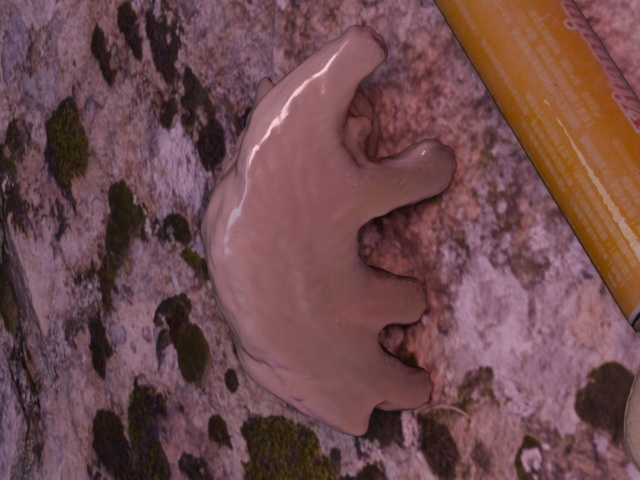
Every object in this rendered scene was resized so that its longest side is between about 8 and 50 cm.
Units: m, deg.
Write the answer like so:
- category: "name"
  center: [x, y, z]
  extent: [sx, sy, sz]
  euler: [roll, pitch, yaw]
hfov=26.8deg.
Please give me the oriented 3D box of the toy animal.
- category: "toy animal"
  center: [0.000, 0.000, 1.210]
  extent: [0.308, 0.266, 0.188]
  euler: [50, 167, -24]

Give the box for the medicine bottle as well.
- category: "medicine bottle"
  center: [0.166, -0.131, 1.012]
  extent: [0.108, 0.108, 0.426]
  euler: [-50, 56, 41]

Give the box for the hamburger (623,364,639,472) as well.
- category: "hamburger"
  center: [0.263, 0.143, 0.966]
  extent: [0.121, 0.054, 0.084]
  euler: [51, 134, 39]
